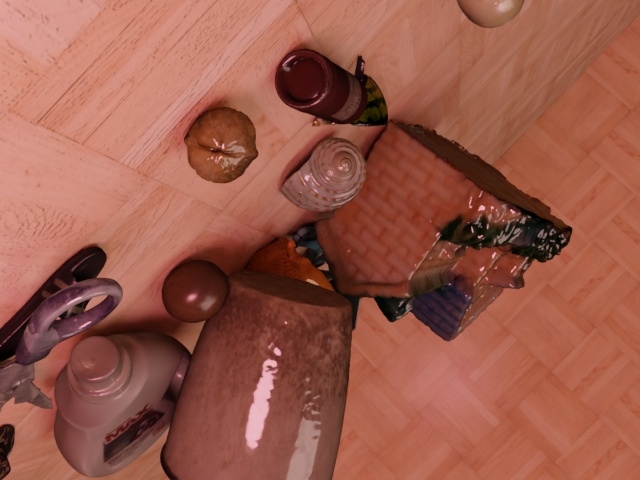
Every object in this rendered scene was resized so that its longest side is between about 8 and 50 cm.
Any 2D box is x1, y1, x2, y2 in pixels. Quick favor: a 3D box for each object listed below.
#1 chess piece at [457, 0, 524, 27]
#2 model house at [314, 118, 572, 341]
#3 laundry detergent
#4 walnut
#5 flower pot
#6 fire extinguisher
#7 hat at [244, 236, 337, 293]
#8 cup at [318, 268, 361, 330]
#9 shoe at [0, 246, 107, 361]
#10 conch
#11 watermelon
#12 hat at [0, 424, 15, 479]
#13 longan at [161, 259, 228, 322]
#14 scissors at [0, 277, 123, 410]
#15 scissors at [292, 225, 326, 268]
[{"bbox_3d":[0.303,-0.417,0.999,0.251,0.144,0.144,-42,169,14],"label":"chess piece"},{"bbox_3d":[0.228,0.015,1.452,0.400,0.395,0.445,-54,157,18],"label":"model house"},{"bbox_3d":[-0.311,0.232,1.098,0.264,0.124,0.398,-39,164,-24],"label":"laundry detergent"},{"bbox_3d":[-0.108,-0.105,0.767,0.092,0.092,0.092,-42,167,-12],"label":"walnut"},{"bbox_3d":[-0.087,0.235,1.144,0.293,0.293,0.331,-9,114,-69],"label":"flower pot"},{"bbox_3d":[0.020,-0.203,0.903,0.231,0.071,0.099,-12,117,-69],"label":"fire extinguisher"},{"bbox_3d":[-0.052,0.082,1.307,0.233,0.244,0.233,-46,156,-34],"label":"hat"},{"bbox_3d":[0.010,0.132,1.651,0.148,0.134,0.236,-18,-168,-2],"label":"cup"},{"bbox_3d":[-0.304,0.086,0.806,0.179,0.049,0.071,-45,168,-3],"label":"shoe"},{"bbox_3d":[0.007,-0.096,1.128,0.135,0.102,0.153,-23,159,-24],"label":"conch"},{"bbox_3d":[0.067,-0.195,1.060,0.163,0.069,0.087,-23,154,-54],"label":"watermelon"},{"bbox_3d":[-0.477,0.323,1.004,0.121,0.050,0.121,-43,165,-15],"label":"hat"},{"bbox_3d":[-0.186,0.077,1.054,0.113,0.092,0.113,-38,168,-10],"label":"longan"},{"bbox_3d":[-0.361,0.157,0.809,0.255,0.029,0.383,-19,159,-26],"label":"scissors"},{"bbox_3d":[0.000,0.000,1.543,0.180,0.032,0.393,-47,168,9],"label":"scissors"}]
